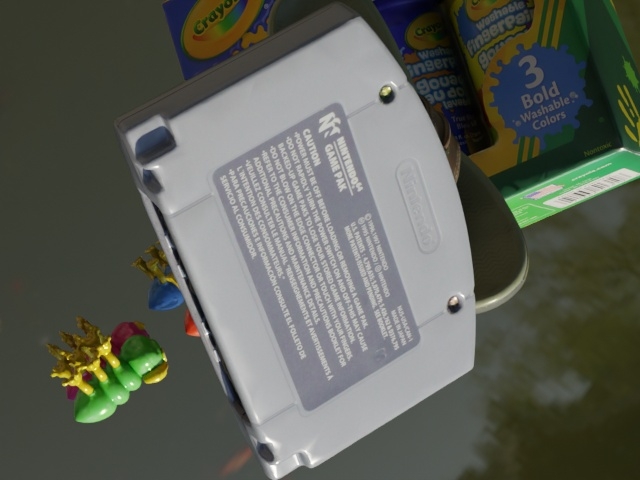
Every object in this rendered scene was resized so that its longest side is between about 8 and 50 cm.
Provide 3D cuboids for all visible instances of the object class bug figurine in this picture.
[{"bbox_3d":[-0.134,0.066,1.440,0.216,0.072,0.279,-41,-168,-8],"label":"bug figurine"}]

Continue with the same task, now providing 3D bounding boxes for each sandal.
[{"bbox_3d":[0.047,-0.073,1.303,0.120,0.303,0.086,-32,171,-4],"label":"sandal"}]

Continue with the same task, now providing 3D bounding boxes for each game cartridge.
[{"bbox_3d":[0.000,0.000,1.127,0.196,0.060,0.294,-28,123,-13],"label":"game cartridge"}]

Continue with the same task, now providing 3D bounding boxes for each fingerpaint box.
[{"bbox_3d":[0.089,-0.170,1.809,0.445,0.371,0.163,-23,165,25],"label":"fingerpaint box"}]
